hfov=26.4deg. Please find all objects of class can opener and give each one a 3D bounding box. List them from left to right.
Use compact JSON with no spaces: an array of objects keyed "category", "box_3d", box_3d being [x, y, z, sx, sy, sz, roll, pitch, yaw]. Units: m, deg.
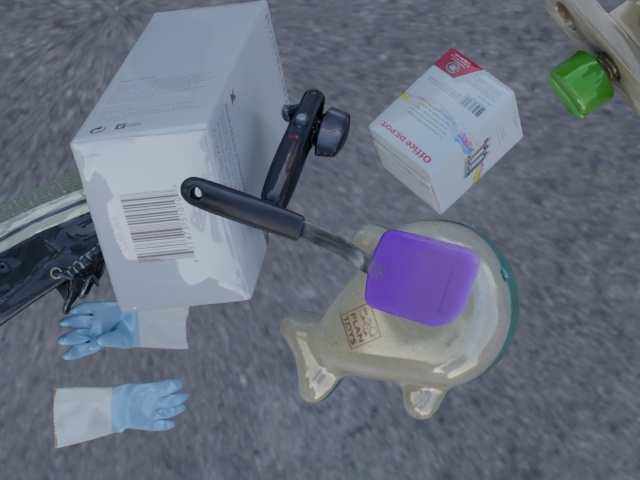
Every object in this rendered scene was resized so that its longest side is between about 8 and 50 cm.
[{"category":"can opener","box_3d":[-0.026,-0.097,1.476,0.073,0.186,0.059,9,134,19]}]

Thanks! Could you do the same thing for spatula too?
[{"category":"spatula","box_3d":[0.000,0.000,1.272,0.296,0.030,0.084,21,110,17]}]

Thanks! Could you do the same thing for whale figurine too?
[{"category":"whale figurine","box_3d":[0.089,0.085,1.460,0.272,0.141,0.216,-27,75,30]}]

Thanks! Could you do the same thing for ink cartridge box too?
[{"category":"ink cartridge box","box_3d":[0.180,-0.155,1.955,0.176,0.127,0.128,-43,62,-10]}]

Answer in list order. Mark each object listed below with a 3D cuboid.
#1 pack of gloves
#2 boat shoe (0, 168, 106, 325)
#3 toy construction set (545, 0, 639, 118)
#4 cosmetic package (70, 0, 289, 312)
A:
[{"category":"pack of gloves","box_3d":[-0.265,0.180,1.914,0.232,0.046,0.195,-3,92,-44]},{"category":"boat shoe","box_3d":[-0.353,0.010,1.847,0.500,0.187,0.156,-28,106,-7]},{"category":"toy construction set","box_3d":[0.207,-0.197,0.750,0.237,0.257,0.309,-32,96,3]},{"category":"cosmetic package","box_3d":[-0.140,-0.108,1.561,0.156,0.385,0.217,-5,120,12]}]
